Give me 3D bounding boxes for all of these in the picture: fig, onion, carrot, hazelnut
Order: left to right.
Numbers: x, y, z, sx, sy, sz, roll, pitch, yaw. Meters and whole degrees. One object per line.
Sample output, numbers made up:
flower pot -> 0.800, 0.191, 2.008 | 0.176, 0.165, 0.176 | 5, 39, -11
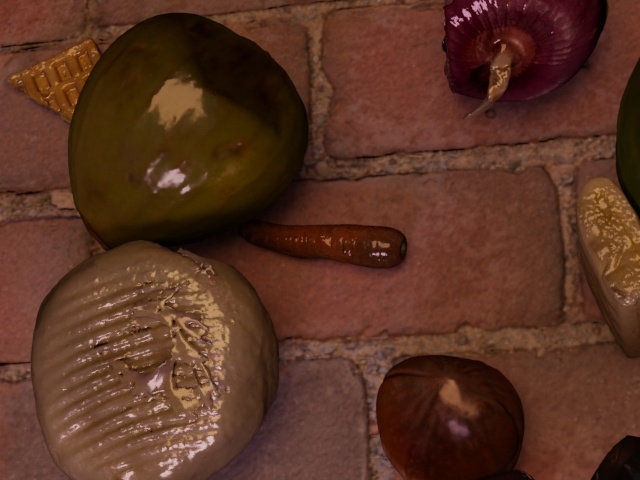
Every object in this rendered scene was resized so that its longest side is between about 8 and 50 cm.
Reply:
fig -> -0.148, -0.099, 1.633 | 0.239, 0.239, 0.271 | 36, 91, 22
carrot -> 0.000, 0.000, 1.665 | 0.191, 0.047, 0.047 | 6, 71, 19
hazelnut -> 0.124, 0.178, 1.510 | 0.150, 0.150, 0.150 | -4, 69, 11
onion -> 0.207, -0.245, 1.622 | 0.200, 0.200, 0.207 | -11, 109, 9

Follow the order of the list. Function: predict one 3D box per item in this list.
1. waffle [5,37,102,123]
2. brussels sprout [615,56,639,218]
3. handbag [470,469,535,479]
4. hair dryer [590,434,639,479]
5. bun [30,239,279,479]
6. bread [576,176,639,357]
waffle -> -0.278, -0.133, 1.781 | 0.125, 0.032, 0.191 | -24, 65, 1
brussels sprout -> 0.426, -0.106, 1.476 | 0.289, 0.281, 0.355 | -50, 34, 23
handbag -> 0.159, 0.302, 1.369 | 0.203, 0.074, 0.216 | -12, 34, -32
hair dryer -> 0.305, 0.386, 1.434 | 0.303, 0.120, 0.359 | 42, 93, 14
bun -> -0.164, 0.133, 1.587 | 0.273, 0.168, 0.273 | -3, 81, 17
bread -> 0.293, 0.032, 1.511 | 0.060, 0.178, 0.139 | -24, 64, 3
